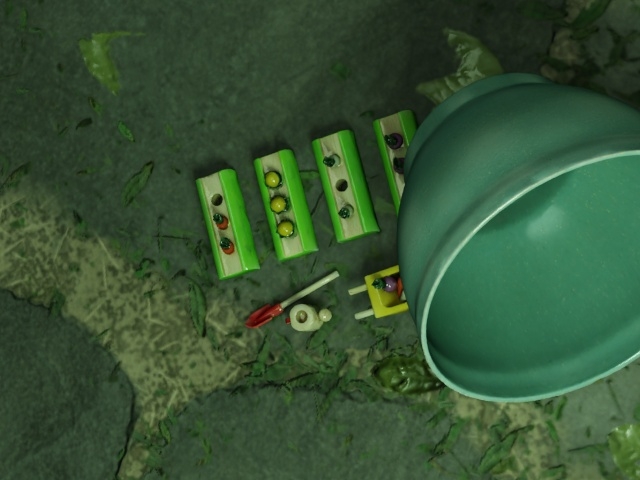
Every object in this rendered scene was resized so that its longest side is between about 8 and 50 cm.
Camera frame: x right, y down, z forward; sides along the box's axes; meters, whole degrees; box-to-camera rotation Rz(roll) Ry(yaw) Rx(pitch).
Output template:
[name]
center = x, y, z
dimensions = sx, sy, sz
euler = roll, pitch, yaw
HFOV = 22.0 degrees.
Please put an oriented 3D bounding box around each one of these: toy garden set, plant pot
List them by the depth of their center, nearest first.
[plant pot]
center = 0.188, -0.027, 1.473
dimensions = 0.293, 0.293, 0.196
euler = -41, 47, 14
[toy garden set]
center = 0.000, 0.000, 1.646
dimensions = 0.244, 0.049, 0.203
euler = -18, 80, 20
